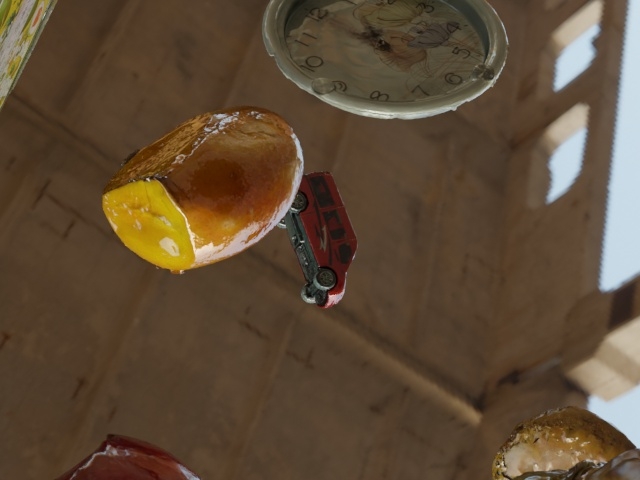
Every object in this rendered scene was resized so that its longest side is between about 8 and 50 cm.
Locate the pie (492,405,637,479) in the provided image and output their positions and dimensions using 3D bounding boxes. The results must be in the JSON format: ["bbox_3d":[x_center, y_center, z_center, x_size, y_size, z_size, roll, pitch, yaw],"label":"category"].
[{"bbox_3d":[0.390,0.394,1.947,0.273,0.273,0.069,56,-153,6],"label":"pie"}]

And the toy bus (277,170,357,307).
[{"bbox_3d":[0.000,0.000,1.811,0.089,0.081,0.195,-15,-105,-22],"label":"toy bus"}]

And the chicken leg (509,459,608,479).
[{"bbox_3d":[0.260,0.234,1.131,0.103,0.228,0.088,38,-144,-53],"label":"chicken leg"}]

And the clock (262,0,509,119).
[{"bbox_3d":[0.061,-0.186,1.195,0.237,0.053,0.236,2,-133,-2],"label":"clock"}]

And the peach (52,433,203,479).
[{"bbox_3d":[-0.181,0.245,0.973,0.196,0.226,0.189,34,-110,-46],"label":"peach"}]

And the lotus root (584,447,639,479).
[{"bbox_3d":[0.214,0.240,0.661,0.193,0.193,0.291,-3,-150,-41],"label":"lotus root"}]

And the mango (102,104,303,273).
[{"bbox_3d":[-0.108,-0.071,1.389,0.257,0.187,0.138,-35,-59,-40],"label":"mango"}]

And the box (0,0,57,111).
[{"bbox_3d":[-0.448,-0.309,1.612,0.138,0.420,0.373,27,-168,-6],"label":"box"}]
